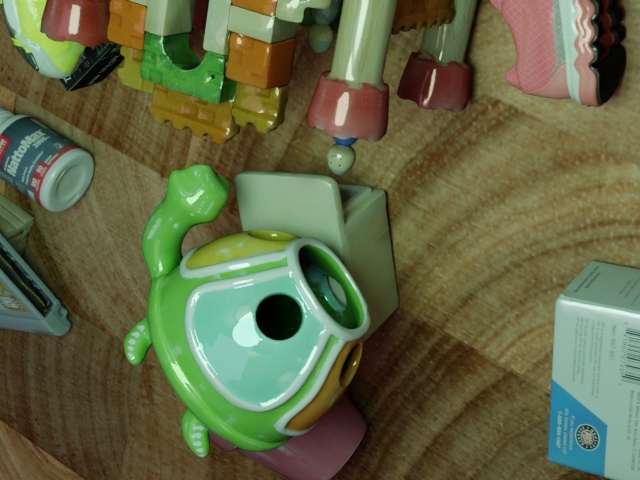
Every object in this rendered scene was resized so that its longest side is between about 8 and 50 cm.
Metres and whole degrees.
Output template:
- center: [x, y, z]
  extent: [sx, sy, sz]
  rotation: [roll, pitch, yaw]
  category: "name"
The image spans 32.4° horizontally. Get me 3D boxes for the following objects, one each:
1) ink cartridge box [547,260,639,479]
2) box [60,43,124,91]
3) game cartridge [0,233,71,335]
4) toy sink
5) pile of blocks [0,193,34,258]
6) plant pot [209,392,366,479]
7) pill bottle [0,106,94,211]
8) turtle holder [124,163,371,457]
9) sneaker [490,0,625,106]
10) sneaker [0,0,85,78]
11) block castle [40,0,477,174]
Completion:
- center: [0.427, 0.169, 1.240]
  extent: [0.308, 0.129, 0.223]
  rotation: [12, 116, 29]
  category: "ink cartridge box"
- center: [-0.345, -0.328, 1.558]
  extent: [0.147, 0.077, 0.180]
  rotation: [-36, 89, 37]
  category: "box"
- center: [-0.557, 0.050, 1.795]
  extent: [0.198, 0.062, 0.297]
  rotation: [0, 140, 30]
  category: "game cartridge"
- center: [0.000, 0.000, 1.445]
  extent: [0.153, 0.131, 0.234]
  rotation: [5, 118, 32]
  category: "toy sink"
- center: [-0.628, -0.100, 1.822]
  extent: [0.149, 0.113, 0.362]
  rotation: [-36, 88, 38]
  category: "pile of blocks"
- center: [-0.043, 0.245, 1.554]
  extent: [0.180, 0.201, 0.201]
  rotation: [42, 128, -8]
  category: "plant pot"
- center: [-0.449, -0.131, 1.693]
  extent: [0.180, 0.108, 0.108]
  rotation: [31, 124, 18]
  category: "pill bottle"
- center: [-0.079, 0.081, 1.329]
  extent: [0.227, 0.243, 0.320]
  rotation: [-35, 59, 28]
  category: "turtle holder"
- center: [0.237, -0.293, 1.171]
  extent: [0.136, 0.116, 0.313]
  rotation: [5, 113, 33]
  category: "sneaker"
- center: [-0.297, -0.394, 1.396]
  extent: [0.147, 0.145, 0.384]
  rotation: [13, 94, 20]
  category: "sneaker"
- center: [-0.070, -0.244, 1.278]
  extent: [0.453, 0.303, 0.212]
  rotation: [22, 114, 24]
  category: "block castle"
